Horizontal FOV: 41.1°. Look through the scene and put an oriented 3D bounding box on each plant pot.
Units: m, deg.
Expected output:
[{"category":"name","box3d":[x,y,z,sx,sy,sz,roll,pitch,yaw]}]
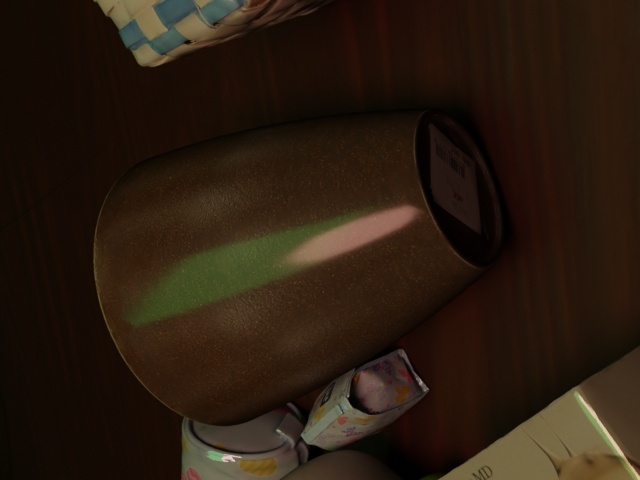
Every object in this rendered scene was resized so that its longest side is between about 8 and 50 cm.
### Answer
[{"category":"plant pot","box3d":[0.000,0.000,0.595,0.230,0.215,0.216,-22,86,34]}]

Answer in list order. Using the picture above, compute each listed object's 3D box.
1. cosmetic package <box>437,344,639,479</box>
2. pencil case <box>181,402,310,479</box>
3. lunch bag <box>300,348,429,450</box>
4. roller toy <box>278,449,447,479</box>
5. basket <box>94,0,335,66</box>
[{"category":"cosmetic package","box3d":[0.215,0.228,0.483,0.309,0.113,0.160,56,136,18]},{"category":"pencil case","box3d":[-0.071,0.282,0.808,0.124,0.113,0.273,14,113,33]},{"category":"lunch bag","box3d":[0.030,0.126,0.670,0.053,0.083,0.071,56,136,18]},{"category":"roller toy","box3d":[0.012,0.266,0.649,0.146,0.209,0.191,34,140,37]},{"category":"basket","box3d":[-0.088,-0.275,0.545,0.201,0.254,0.289,-6,109,50]}]
